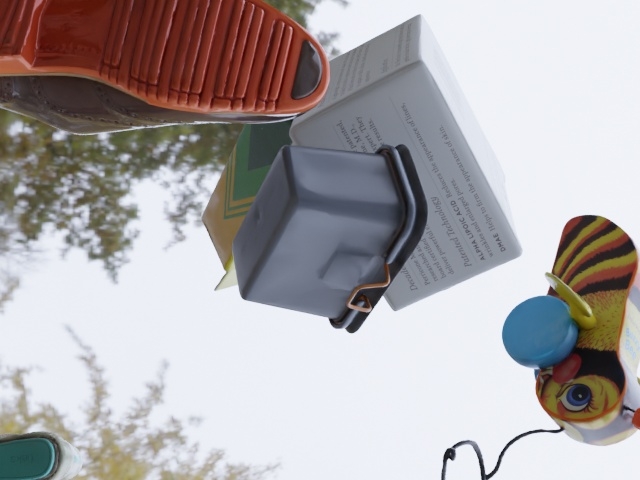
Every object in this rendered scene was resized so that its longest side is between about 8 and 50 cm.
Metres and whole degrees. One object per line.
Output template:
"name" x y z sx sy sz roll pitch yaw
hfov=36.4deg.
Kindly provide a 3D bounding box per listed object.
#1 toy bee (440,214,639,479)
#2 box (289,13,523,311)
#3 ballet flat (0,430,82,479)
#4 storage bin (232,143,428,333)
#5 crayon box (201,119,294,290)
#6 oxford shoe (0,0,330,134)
"toy bee" 0.252 0.122 0.888 0.162 0.195 0.298 11 -95 44
"box" 0.074 -0.071 0.825 0.119 0.181 0.182 -25 -71 16
"ballet flat" -0.274 0.184 0.794 0.168 0.052 0.057 -1 -106 16
"storage bin" 0.000 0.000 0.669 0.135 0.091 0.098 120 -32 -41
"crayon box" -0.007 -0.069 1.091 0.081 0.202 0.318 63 -34 21
"oxford shoe" -0.126 -0.117 0.648 0.271 0.098 0.097 11 -114 6
